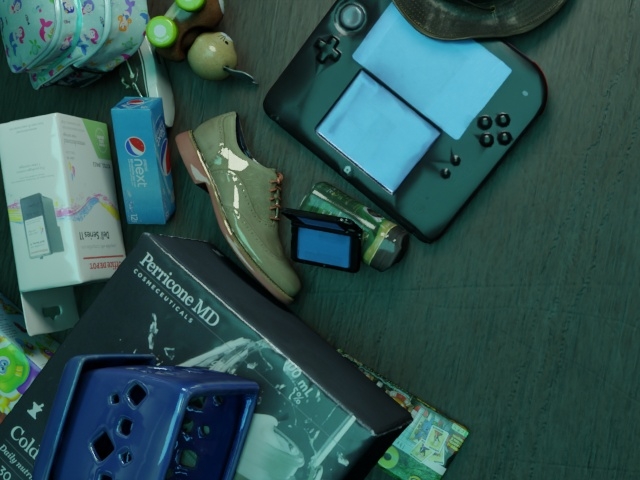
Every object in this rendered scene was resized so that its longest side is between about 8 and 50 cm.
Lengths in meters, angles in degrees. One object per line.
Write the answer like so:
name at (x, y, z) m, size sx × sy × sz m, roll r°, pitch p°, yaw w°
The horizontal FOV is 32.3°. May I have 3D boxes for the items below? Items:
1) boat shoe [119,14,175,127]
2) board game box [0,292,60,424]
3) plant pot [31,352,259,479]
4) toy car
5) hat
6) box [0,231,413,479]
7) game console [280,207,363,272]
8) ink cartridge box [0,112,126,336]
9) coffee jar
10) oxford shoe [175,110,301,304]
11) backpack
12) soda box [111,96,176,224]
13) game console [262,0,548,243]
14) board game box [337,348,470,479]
boat shoe at (-0.309, -0.292, 1.921) m, size 0.070 × 0.078 × 0.219 m, roll -17°, pitch 80°, yaw 12°
board game box at (-0.563, 0.209, 1.936) m, size 0.275 × 0.144 × 0.142 m, roll 39°, pitch 98°, yaw 10°
plant pot at (-0.246, 0.273, 1.516) m, size 0.212 × 0.236 × 0.235 m, roll 18°, pitch 92°, yaw 22°
toy car at (-0.177, -0.330, 1.858) m, size 0.188 × 0.155 × 0.149 m, roll 40°, pitch 98°, yaw -1°
hat at (0.251, -0.476, 1.735) m, size 0.332 × 0.134 × 0.331 m, roll -1°, pitch 79°, yaw 4°
box at (-0.196, 0.318, 1.768) m, size 0.480 × 0.297 × 0.471 m, roll 39°, pitch 96°, yaw 14°
game console at (0.000, 0.000, 1.767) m, size 0.122 × 0.107 × 0.071 m, roll 10°, pitch 81°, yaw 18°
ink cartridge box at (-0.427, -0.025, 1.874) m, size 0.119 × 0.207 × 0.353 m, roll -9°, pitch 89°, yaw 13°
coffee jar at (0.057, -0.021, 1.830) m, size 0.184 × 0.096 × 0.079 m, roll 32°, pitch 103°, yaw 11°
oxford shoe at (-0.111, -0.059, 1.855) m, size 0.130 × 0.123 × 0.348 m, roll -31°, pitch 85°, yaw 5°
backpack at (-0.413, -0.385, 1.841) m, size 0.254 × 0.191 × 0.225 m, roll -17°, pitch 84°, yaw 36°
soda box at (-0.299, -0.135, 1.879) m, size 0.071 × 0.067 × 0.210 m, roll 2°, pitch 116°, yaw 11°
game console at (0.141, -0.237, 1.832) m, size 0.386 × 0.060 × 0.342 m, roll 40°, pitch 97°, yaw 10°
board game box at (0.105, 0.307, 1.856) m, size 0.260 × 0.030 × 0.136 m, roll 31°, pitch 98°, yaw 10°
